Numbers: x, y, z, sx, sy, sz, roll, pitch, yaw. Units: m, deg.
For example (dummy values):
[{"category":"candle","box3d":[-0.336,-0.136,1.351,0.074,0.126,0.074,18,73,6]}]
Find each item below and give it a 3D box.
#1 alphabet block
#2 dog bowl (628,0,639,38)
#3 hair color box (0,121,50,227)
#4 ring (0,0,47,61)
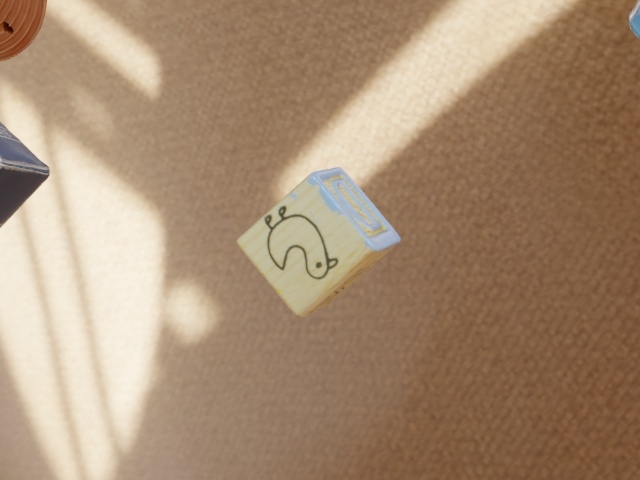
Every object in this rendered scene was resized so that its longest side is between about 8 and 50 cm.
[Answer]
[{"category":"alphabet block","box3d":[0.000,0.000,2.249,0.197,0.193,0.192,-43,81,17]},{"category":"dog bowl","box3d":[0.499,-0.243,1.385,0.297,0.166,0.074,29,132,26]},{"category":"hair color box","box3d":[-0.346,-0.098,0.705,0.347,0.105,0.174,43,92,3]},{"category":"ring","box3d":[-0.421,-0.340,1.307,0.337,0.032,0.336,21,139,20]}]
